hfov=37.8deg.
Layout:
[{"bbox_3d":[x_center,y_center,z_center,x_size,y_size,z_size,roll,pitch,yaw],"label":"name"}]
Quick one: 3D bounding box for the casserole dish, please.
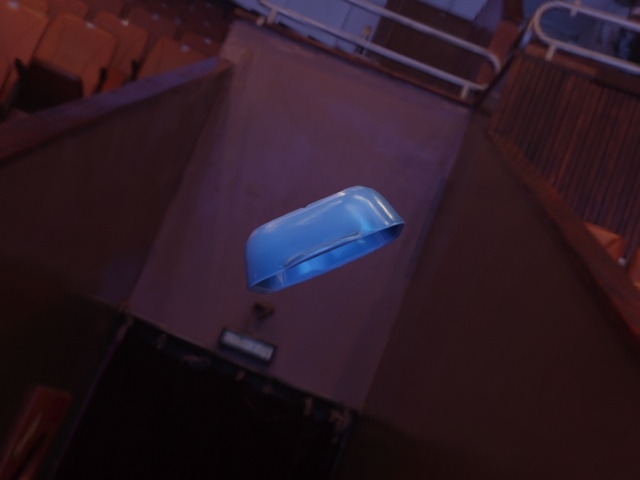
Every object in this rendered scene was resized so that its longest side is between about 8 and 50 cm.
[{"bbox_3d":[0.000,0.000,0.662,0.114,0.037,0.188,-23,-5,1],"label":"casserole dish"}]
